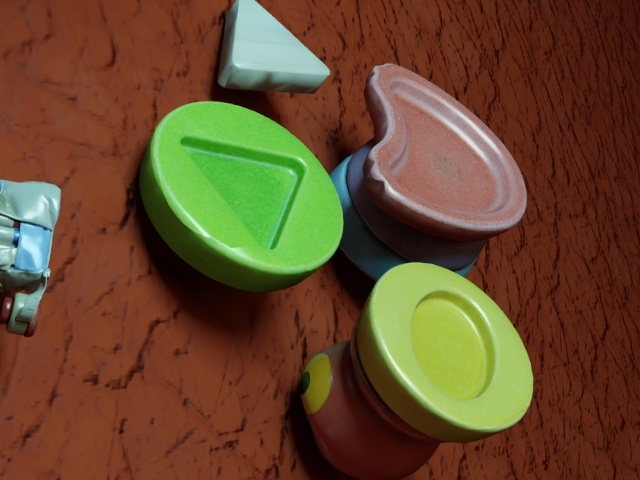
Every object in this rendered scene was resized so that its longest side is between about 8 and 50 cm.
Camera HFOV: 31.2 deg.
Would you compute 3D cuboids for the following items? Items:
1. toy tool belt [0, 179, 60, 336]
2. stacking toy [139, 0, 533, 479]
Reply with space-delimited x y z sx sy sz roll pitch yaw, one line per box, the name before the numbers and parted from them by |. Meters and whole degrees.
toy tool belt | -0.156 0.005 0.545 0.051 0.052 0.083 14 53 -20
stacking toy | 0.000 0.000 0.791 0.279 0.130 0.309 30 40 -13
